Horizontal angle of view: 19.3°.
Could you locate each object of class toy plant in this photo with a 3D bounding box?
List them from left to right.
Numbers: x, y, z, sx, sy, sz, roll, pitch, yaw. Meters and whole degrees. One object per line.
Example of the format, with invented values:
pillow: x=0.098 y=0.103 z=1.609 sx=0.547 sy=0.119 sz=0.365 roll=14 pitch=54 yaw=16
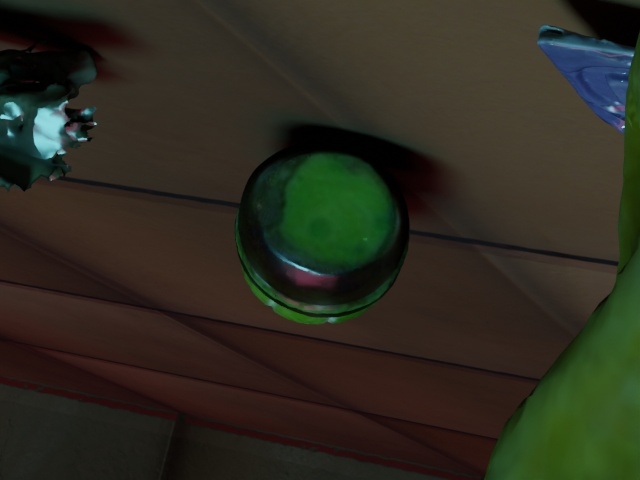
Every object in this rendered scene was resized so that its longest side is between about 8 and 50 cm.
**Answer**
toy plant: x=0.000 y=0.000 z=1.015 sx=0.093 sy=0.092 sz=0.162 roll=14 pitch=169 yaw=-1

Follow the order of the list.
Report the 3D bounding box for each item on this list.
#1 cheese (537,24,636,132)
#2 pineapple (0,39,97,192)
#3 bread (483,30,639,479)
cheese: x=0.178 y=-0.047 z=0.673 sx=0.191 sy=0.042 sz=0.105 roll=11 pitch=167 yaw=29
pineapple: x=-0.284 y=-0.078 z=0.878 sx=0.361 sy=0.175 sz=0.175 roll=1 pitch=172 yaw=-12
bread: x=0.172 y=0.002 z=0.382 sx=0.239 sy=0.252 sz=0.196 roll=15 pitch=171 yaw=-19
